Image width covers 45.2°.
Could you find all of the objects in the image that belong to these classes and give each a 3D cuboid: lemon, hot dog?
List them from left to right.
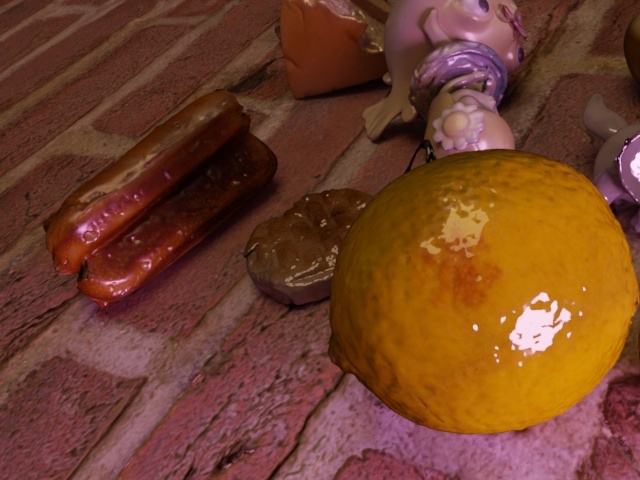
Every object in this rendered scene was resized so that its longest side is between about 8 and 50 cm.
[{"bbox_3d":[-0.211,-0.061,1.030,0.349,0.158,0.117,-44,27,-27],"label":"hot dog"},{"bbox_3d":[0.142,0.042,0.679,0.267,0.267,0.267,-11,37,8],"label":"lemon"}]

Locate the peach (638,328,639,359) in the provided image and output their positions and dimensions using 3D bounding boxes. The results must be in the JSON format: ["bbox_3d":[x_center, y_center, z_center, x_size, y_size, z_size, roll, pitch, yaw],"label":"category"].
[{"bbox_3d":[0.327,0.109,0.674,0.098,0.061,0.098,1,20,0],"label":"peach"}]

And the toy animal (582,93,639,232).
[{"bbox_3d":[0.362,-0.091,0.900,0.104,0.130,0.221,17,16,0],"label":"toy animal"}]

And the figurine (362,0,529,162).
[{"bbox_3d":[0.172,-0.197,1.068,0.275,0.227,0.394,-34,40,30],"label":"figurine"}]

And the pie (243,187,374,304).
[{"bbox_3d":[0.000,0.000,0.952,0.195,0.046,0.195,-10,39,8],"label":"pie"}]

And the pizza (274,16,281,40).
[{"bbox_3d":[0.004,-0.430,1.490,0.182,0.062,0.161,-24,43,-12],"label":"pizza"}]

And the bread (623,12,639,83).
[{"bbox_3d":[0.523,-0.260,1.034,0.213,0.104,0.213,-8,39,6],"label":"bread"}]

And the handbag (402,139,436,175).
[{"bbox_3d":[0.129,-0.052,0.891,0.072,0.139,0.115,-4,37,3],"label":"handbag"}]

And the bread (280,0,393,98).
[{"bbox_3d":[0.048,-0.378,1.281,0.224,0.211,0.183,-4,31,25],"label":"bread"}]
